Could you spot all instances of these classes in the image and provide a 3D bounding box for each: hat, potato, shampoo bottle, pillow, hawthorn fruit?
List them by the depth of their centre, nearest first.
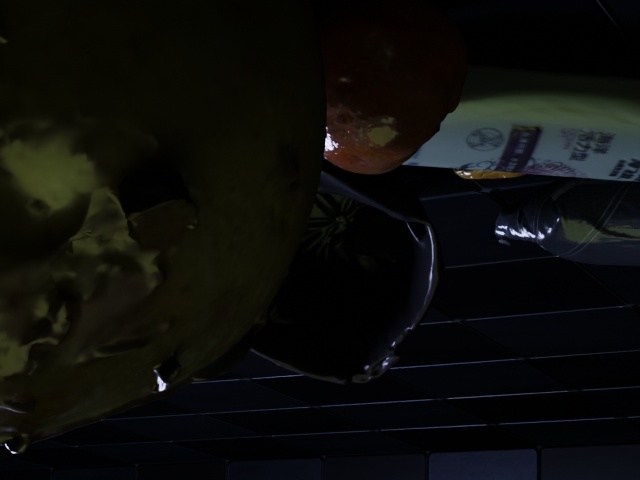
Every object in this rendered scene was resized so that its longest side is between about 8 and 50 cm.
[{"bbox_3d":[-0.216,-0.108,0.882,0.442,0.385,0.319,-7,149,-9],"label":"potato"},{"bbox_3d":[0.023,-0.127,1.156,0.189,0.149,0.149,8,162,-29],"label":"hawthorn fruit"},{"bbox_3d":[0.229,-0.103,1.316,0.359,0.078,0.134,4,158,-4],"label":"shampoo bottle"},{"bbox_3d":[-0.014,-0.030,1.513,0.238,0.209,0.336,-26,135,17],"label":"hat"},{"bbox_3d":[0.346,-0.019,1.542,0.335,0.092,0.161,0,166,10],"label":"pillow"}]

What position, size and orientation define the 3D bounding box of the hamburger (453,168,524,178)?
[{"bbox_3d":[0.162,-0.083,1.417,0.083,0.044,0.076,-5,-154,15],"label":"hamburger"}]
